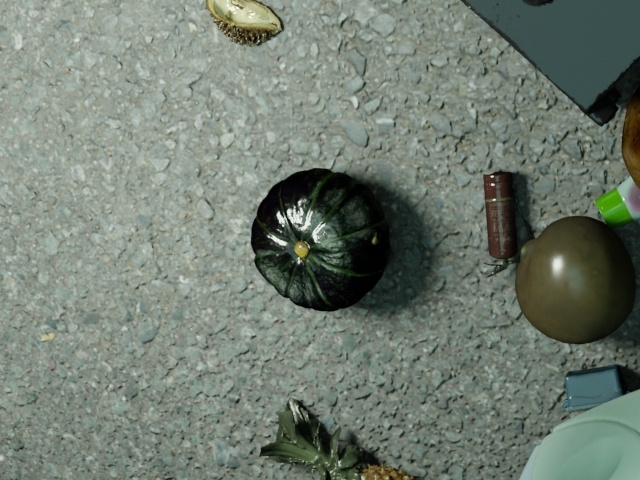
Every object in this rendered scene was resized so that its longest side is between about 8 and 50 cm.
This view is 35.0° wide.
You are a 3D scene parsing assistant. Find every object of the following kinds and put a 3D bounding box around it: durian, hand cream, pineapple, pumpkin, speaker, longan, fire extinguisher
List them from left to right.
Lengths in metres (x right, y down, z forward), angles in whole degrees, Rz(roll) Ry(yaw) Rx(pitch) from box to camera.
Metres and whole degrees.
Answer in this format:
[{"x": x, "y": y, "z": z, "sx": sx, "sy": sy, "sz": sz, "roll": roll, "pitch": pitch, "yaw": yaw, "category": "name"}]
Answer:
[{"x": -0.124, "y": -0.339, "z": 1.576, "sx": 0.130, "sy": 0.052, "sz": 0.066, "roll": 26, "pitch": 71, "yaw": 6, "category": "durian"}, {"x": 0.000, "y": 0.000, "z": 1.550, "sx": 0.220, "sy": 0.162, "sz": 0.220, "roll": 4, "pitch": 102, "yaw": 21, "category": "pumpkin"}, {"x": 0.034, "y": 0.370, "z": 1.657, "sx": 0.277, "sy": 0.119, "sz": 0.130, "roll": 29, "pitch": 129, "yaw": 10, "category": "pineapple"}, {"x": 0.278, "y": -0.025, "z": 1.522, "sx": 0.078, "sy": 0.045, "sz": 0.157, "roll": -7, "pitch": 101, "yaw": -4, "category": "fire extinguisher"}, {"x": 0.364, "y": 0.058, "z": 1.451, "sx": 0.189, "sy": 0.189, "sz": 0.189, "roll": 4, "pitch": 105, "yaw": 16, "category": "longan"}, {"x": 0.344, "y": -0.307, "z": 1.329, "sx": 0.254, "sy": 0.232, "sz": 0.184, "roll": 43, "pitch": 113, "yaw": 4, "category": "speaker"}, {"x": 0.522, "y": -0.100, "z": 1.431, "sx": 0.275, "sy": 0.050, "sz": 0.079, "roll": -29, "pitch": 119, "yaw": 16, "category": "hand cream"}]

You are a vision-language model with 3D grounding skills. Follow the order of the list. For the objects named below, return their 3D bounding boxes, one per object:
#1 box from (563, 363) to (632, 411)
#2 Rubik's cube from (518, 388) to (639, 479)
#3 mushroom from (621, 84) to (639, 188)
[{"x": 0.413, "y": 0.221, "z": 1.528, "sx": 0.099, "sy": 0.074, "sz": 0.054, "roll": -12, "pitch": 86, "yaw": 19, "category": "box"}, {"x": 0.470, "y": 0.429, "z": 1.359, "sx": 0.352, "sy": 0.351, "sz": 0.347, "roll": 45, "pitch": 135, "yaw": -8, "category": "Rubik's cube"}, {"x": 0.489, "y": -0.161, "z": 1.342, "sx": 0.194, "sy": 0.138, "sz": 0.231, "roll": 47, "pitch": 115, "yaw": 30, "category": "mushroom"}]
